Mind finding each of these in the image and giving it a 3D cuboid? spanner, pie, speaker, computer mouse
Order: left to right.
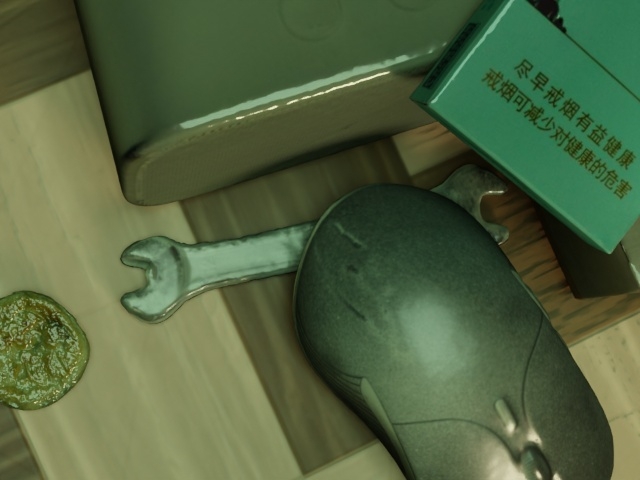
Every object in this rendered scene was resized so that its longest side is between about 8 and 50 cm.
[{"bbox_3d":[-0.204,0.076,0.861,0.084,0.021,0.084,0,88,-12],"label":"pie"},{"bbox_3d":[0.000,0.000,0.908,0.301,0.017,0.071,-11,86,-12],"label":"spanner"},{"bbox_3d":[0.033,-0.176,0.854,0.406,0.183,0.184,-18,82,-11],"label":"speaker"},{"bbox_3d":[0.124,0.125,0.878,0.167,0.090,0.379,-38,98,-10],"label":"computer mouse"}]

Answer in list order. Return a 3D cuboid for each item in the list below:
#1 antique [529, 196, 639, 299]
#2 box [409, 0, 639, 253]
[{"bbox_3d":[0.231,-0.053,0.889,0.146,0.148,0.152,-23,88,-11],"label":"antique"},{"bbox_3d":[0.186,-0.129,0.759,0.162,0.041,0.229,36,92,-20],"label":"box"}]
